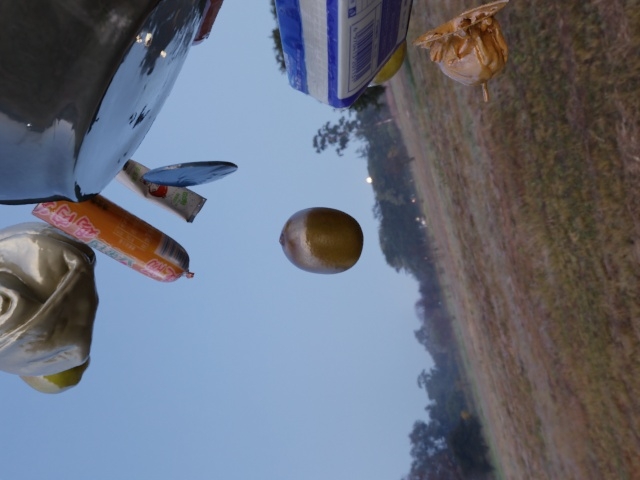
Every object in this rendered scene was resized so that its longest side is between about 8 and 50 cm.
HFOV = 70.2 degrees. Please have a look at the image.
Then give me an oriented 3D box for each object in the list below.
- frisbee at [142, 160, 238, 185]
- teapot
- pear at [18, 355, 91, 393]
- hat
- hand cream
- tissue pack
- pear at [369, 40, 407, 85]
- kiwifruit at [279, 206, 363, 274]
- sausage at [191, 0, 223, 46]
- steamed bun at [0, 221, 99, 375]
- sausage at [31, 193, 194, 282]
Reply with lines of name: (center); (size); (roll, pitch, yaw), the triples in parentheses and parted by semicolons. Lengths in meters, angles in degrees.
frisbee: (-0.398, -0.195, 1.416); (0.289, 0.289, 0.049); (-11, -87, -72)
teapot: (-0.307, -0.246, 0.406); (0.361, 0.306, 0.376); (31, -147, -15)
pear: (-0.821, 0.370, 1.398); (0.200, 0.199, 0.200); (-14, -90, -72)
hat: (0.405, -0.475, 1.225); (0.233, 0.244, 0.234); (60, -162, -24)
hand cream: (-0.550, -0.177, 1.509); (0.335, 0.076, 0.121); (30, -124, -16)
tissue pack: (0.028, -0.331, 0.543); (0.209, 0.137, 0.270); (-56, -19, -25)
pear: (0.148, -0.556, 1.345); (0.209, 0.208, 0.209); (-14, -90, -72)
kiwifruit: (0.000, 0.000, 1.264); (0.196, 0.233, 0.196); (-176, 90, -72)
sausage: (-0.161, -0.302, 0.567); (0.076, 0.141, 0.076); (11, -115, -24)
steamed bun: (-0.713, 0.142, 1.075); (0.255, 0.342, 0.369); (5, -99, -61)
sausage: (-0.279, -0.004, 0.654); (0.234, 0.071, 0.071); (37, -142, -31)
